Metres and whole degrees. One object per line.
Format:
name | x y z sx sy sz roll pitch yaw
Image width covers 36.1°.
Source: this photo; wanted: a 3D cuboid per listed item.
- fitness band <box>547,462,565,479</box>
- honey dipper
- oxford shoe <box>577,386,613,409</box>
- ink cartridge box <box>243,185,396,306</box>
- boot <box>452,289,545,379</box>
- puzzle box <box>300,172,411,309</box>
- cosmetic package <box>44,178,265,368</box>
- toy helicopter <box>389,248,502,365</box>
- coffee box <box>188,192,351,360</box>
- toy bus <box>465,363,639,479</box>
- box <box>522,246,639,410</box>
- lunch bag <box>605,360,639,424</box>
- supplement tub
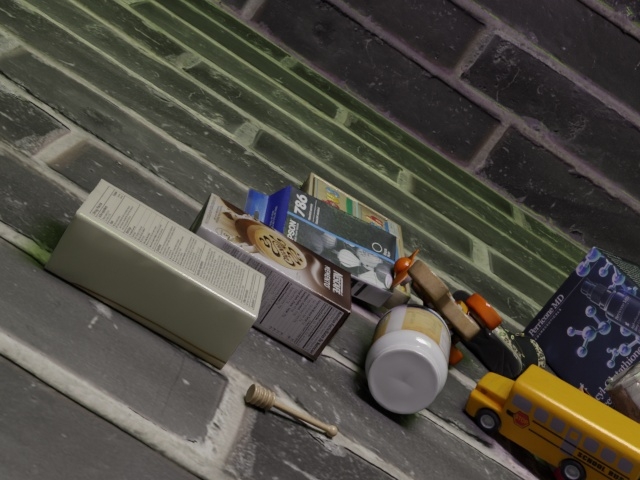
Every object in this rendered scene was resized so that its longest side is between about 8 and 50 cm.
fitness band | 0.541 0.465 1.910 0.209 0.054 0.291 25 23 -27
honey dipper | -0.040 0.261 1.486 0.160 0.030 0.030 29 20 -24
oxford shoe | 0.587 0.387 1.995 0.212 0.076 0.076 45 17 16
ink cartridge box | 0.000 0.000 1.992 0.332 0.065 0.165 23 46 -18
boot | 0.399 0.216 2.214 0.178 0.085 0.236 11 37 -53
puzzle box | 0.071 -0.006 2.245 0.272 0.052 0.409 30 20 -12
cosmetic package | -0.247 0.049 1.515 0.309 0.113 0.160 31 20 -9
toy helicopter | 0.220 0.097 1.929 0.235 0.140 0.355 48 -1 21
coffee box | -0.099 0.061 1.713 0.297 0.119 0.168 31 19 -12
toy bus | 0.442 0.341 1.818 0.332 0.130 0.108 30 32 24
box | 0.737 0.259 2.346 0.212 0.293 0.395 17 26 -42
lunch bag | 0.700 0.359 1.986 0.235 0.169 0.287 59 15 10
supplement tub | 0.156 0.209 1.744 0.144 0.144 0.200 34 20 -1
